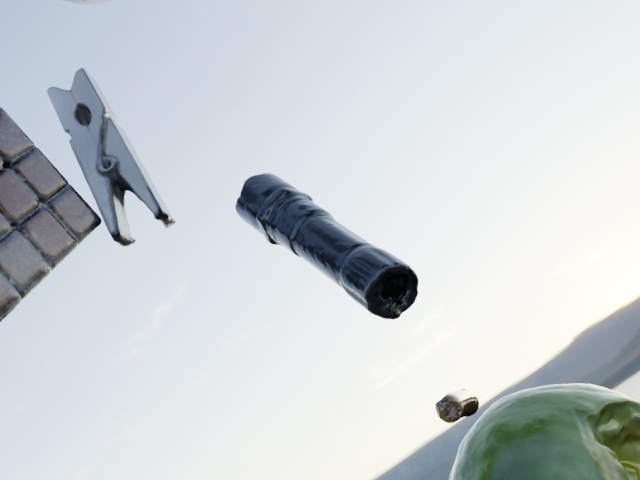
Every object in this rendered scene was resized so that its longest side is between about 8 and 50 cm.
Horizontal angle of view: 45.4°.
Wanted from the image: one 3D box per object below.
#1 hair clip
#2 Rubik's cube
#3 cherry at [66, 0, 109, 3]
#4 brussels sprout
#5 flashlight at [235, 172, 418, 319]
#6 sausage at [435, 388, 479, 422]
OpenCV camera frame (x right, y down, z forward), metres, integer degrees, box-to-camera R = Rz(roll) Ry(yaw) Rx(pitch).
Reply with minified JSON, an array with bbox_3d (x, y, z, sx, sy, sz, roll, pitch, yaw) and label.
[{"bbox_3d":[-0.379,-0.149,1.362,0.101,0.331,0.085,-32,-17,5],"label":"hair clip"},{"bbox_3d":[-0.620,-0.005,1.183,0.337,0.344,0.344,-31,14,29],"label":"Rubik's cube"},{"bbox_3d":[-0.359,-0.509,1.217,0.307,0.221,0.261,-20,-49,-42],"label":"cherry"},{"bbox_3d":[0.301,0.338,0.907,0.344,0.344,0.268,-40,-33,14],"label":"brussels sprout"},{"bbox_3d":[0.000,0.000,1.136,0.103,0.424,0.103,-13,-63,-27],"label":"flashlight"},{"bbox_3d":[0.116,0.140,0.650,0.026,0.026,0.116,-38,-18,9],"label":"sausage"}]
